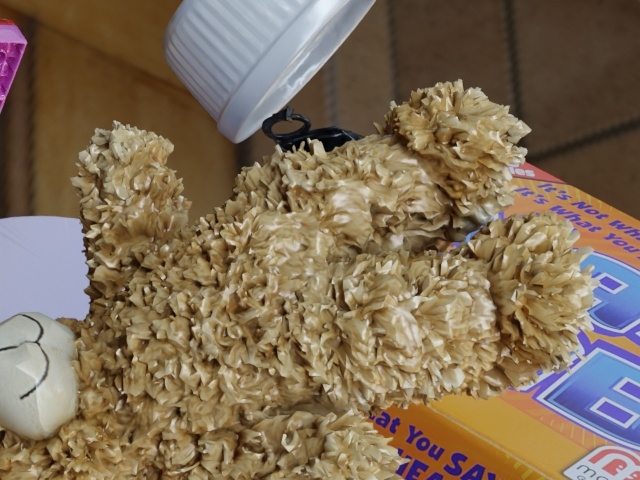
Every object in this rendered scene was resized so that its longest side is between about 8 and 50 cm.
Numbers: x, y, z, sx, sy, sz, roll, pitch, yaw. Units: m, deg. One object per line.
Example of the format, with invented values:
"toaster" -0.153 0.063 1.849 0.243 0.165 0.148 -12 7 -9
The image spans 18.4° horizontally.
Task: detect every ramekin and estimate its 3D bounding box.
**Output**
"ramekin" -0.045 -0.195 1.727 0.109 0.207 0.207 42 106 3

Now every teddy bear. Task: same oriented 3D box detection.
"teddy bear" -0.038 0.038 0.933 0.338 0.113 0.245 -10 67 6

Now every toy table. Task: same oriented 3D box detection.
"toy table" -0.280 0.095 1.757 0.161 0.274 0.252 -61 43 46

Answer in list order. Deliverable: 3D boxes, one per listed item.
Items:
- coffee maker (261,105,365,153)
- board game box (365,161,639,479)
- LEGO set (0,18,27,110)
"coffee maker" 0.000 0.000 1.784 0.120 0.171 0.178 -26 52 48
"board game box" 0.132 0.197 1.495 0.356 0.356 0.356 30 124 29
"LEGO set" -0.145 -0.157 0.736 0.093 0.087 0.227 54 131 36
